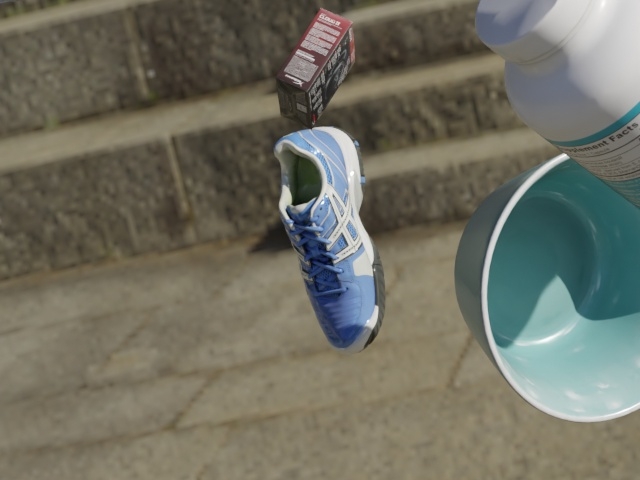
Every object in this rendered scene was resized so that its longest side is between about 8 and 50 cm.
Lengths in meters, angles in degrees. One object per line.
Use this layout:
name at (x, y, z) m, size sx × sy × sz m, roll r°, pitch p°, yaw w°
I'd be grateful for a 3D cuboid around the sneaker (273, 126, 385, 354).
sneaker at (0.000, 0.000, 1.501) m, size 0.080 × 0.211 × 0.081 m, roll -20°, pitch -13°, yaw 34°

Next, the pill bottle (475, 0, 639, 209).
pill bottle at (0.231, -0.109, 1.186) m, size 0.146 × 0.264 × 0.146 m, roll -36°, pitch 36°, yaw 32°

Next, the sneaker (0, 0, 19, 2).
sneaker at (-0.209, -0.164, 1.007) m, size 0.059 × 0.053 × 0.144 m, roll 0°, pitch 16°, yaw 36°

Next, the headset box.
headset box at (-0.001, -0.142, 1.360) m, size 0.032 × 0.062 × 0.083 m, roll 25°, pitch 69°, yaw 14°

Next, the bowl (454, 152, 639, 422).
bowl at (0.276, 0.039, 1.912) m, size 0.311 × 0.311 × 0.163 m, roll -19°, pitch 14°, yaw -23°
